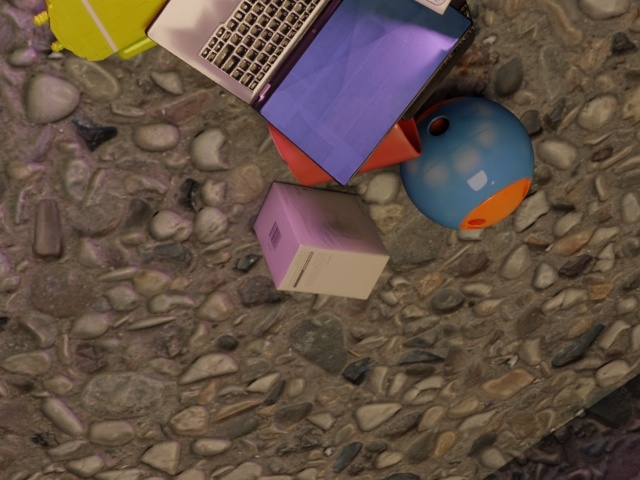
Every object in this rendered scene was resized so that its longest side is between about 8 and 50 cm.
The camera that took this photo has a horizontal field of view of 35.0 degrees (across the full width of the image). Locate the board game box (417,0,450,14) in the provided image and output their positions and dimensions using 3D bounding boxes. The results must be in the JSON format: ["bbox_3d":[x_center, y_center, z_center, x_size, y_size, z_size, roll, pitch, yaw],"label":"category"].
[{"bbox_3d":[0.121,-0.570,1.686,0.336,0.079,0.254,26,116,-9],"label":"board game box"}]

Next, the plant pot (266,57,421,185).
[{"bbox_3d":[0.038,-0.244,2.039,0.243,0.275,0.275,-25,135,14],"label":"plant pot"}]

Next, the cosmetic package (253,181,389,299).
[{"bbox_3d":[0.000,0.000,2.249,0.225,0.224,0.138,8,126,-28],"label":"cosmetic package"}]

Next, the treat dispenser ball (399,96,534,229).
[{"bbox_3d":[0.315,-0.165,2.187,0.288,0.288,0.288,-11,133,-12],"label":"treat dispenser ball"}]

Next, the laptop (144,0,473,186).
[{"bbox_3d":[-0.024,-0.383,1.828,0.408,0.236,0.382,31,102,-33],"label":"laptop"}]

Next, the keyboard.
[{"bbox_3d":[0.202,-0.396,1.973,0.317,0.033,0.201,-52,123,-34],"label":"keyboard"}]

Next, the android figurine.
[{"bbox_3d":[-0.380,-0.430,1.832,0.273,0.056,0.248,-29,135,2],"label":"android figurine"}]
